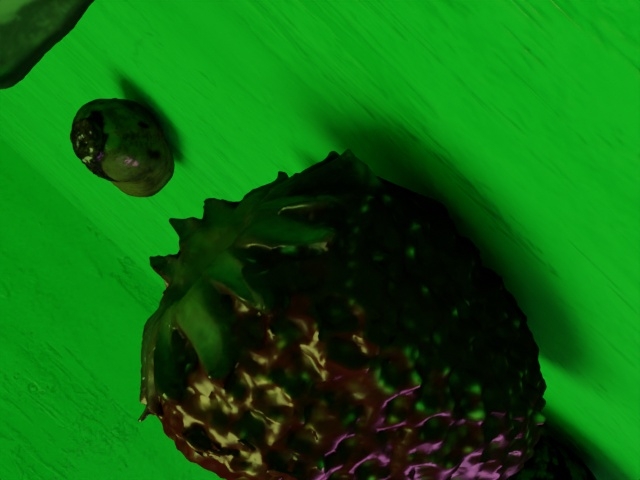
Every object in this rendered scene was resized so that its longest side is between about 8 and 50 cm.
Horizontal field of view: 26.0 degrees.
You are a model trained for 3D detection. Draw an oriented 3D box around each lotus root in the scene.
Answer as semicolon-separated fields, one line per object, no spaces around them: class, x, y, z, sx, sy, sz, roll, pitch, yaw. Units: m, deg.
lotus root;-0.231;-0.111;1.655;0.110;0.097;0.258;49;178;7

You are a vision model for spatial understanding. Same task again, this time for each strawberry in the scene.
strawberry;0.031;0.108;1.066;0.343;0.292;0.292;41;170;-18

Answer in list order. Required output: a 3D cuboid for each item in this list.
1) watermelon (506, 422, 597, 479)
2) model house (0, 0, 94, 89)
watermelon;0.169;0.298;1.403;0.269;0.269;0.269;41;169;9
model house;-0.285;-0.282;1.068;0.271;0.190;0.301;42;-174;-18
